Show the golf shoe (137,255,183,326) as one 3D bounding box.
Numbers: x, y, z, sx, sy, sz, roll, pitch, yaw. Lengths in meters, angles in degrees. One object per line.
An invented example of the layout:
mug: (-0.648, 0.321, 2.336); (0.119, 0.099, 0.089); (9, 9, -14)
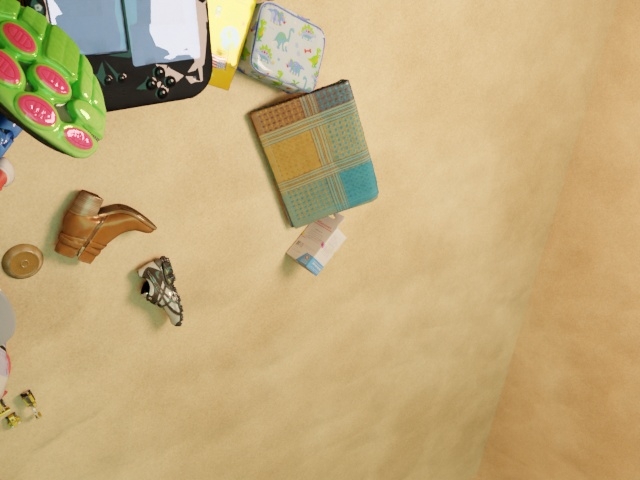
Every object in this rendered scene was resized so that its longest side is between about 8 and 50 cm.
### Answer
golf shoe: (-0.402, 0.136, 1.516); (0.093, 0.077, 0.198); (-19, 117, -20)

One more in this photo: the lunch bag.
lunch bag: (-0.093, -0.455, 1.430); (0.219, 0.090, 0.176); (9, 93, -45)

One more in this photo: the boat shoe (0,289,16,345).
boat shoe: (-0.724, 0.086, 1.177); (0.113, 0.105, 0.306); (-50, 127, -20)

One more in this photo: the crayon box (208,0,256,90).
crayon box: (-0.248, -0.506, 1.293); (0.202, 0.081, 0.319); (9, 105, -42)

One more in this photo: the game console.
game console: (-0.363, -0.439, 1.111); (0.342, 0.060, 0.387); (-23, 123, -38)

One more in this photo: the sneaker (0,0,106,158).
sneaker: (-0.570, -0.303, 0.988); (0.482, 0.202, 0.185); (36, 57, -19)

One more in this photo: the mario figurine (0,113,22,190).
mario figurine: (-0.667, -0.131, 1.082); (0.198, 0.170, 0.321); (28, 68, -23)

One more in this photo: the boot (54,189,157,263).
boot: (-0.484, -0.013, 1.363); (0.197, 0.073, 0.152); (24, 94, -33)

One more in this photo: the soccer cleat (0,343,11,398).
soccer cleat: (-0.713, 0.242, 1.309); (0.095, 0.083, 0.248); (-29, 130, -75)

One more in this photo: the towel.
towel: (-0.005, -0.220, 1.606); (0.271, 0.040, 0.370); (-19, 127, 1)

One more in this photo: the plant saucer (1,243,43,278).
plant saucer: (-0.638, 0.048, 1.300); (0.083, 0.015, 0.084); (-20, 124, -32)

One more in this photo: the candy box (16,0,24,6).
candy box: (-0.537, -0.496, 1.033); (0.053, 0.109, 0.187); (-33, 129, -26)

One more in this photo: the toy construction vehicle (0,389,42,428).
toy construction vehicle: (-0.706, 0.396, 1.411); (0.085, 0.035, 0.098); (-26, 127, -28)

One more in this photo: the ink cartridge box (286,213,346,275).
ink cartridge box: (0.000, 0.000, 1.753); (0.181, 0.104, 0.061); (-51, 135, -7)
